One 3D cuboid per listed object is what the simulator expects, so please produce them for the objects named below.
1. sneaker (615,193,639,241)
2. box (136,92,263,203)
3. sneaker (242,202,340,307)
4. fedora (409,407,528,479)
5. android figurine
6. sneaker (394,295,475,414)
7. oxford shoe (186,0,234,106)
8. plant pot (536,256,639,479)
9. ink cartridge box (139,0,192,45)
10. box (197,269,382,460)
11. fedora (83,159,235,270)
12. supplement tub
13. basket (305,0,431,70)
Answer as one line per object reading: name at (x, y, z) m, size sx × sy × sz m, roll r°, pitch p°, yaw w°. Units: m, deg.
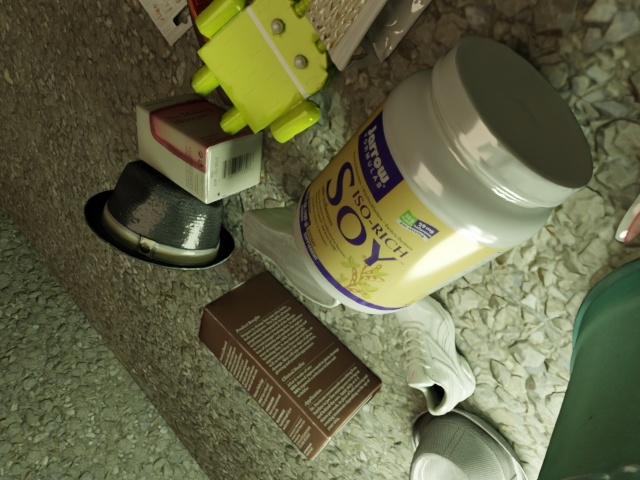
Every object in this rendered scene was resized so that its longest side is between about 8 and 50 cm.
sneaker at (0.394, -0.039, 0.528) m, size 0.070 × 0.051 × 0.134 m, roll 39°, pitch 131°, yaw 28°
box at (-0.252, -0.199, 0.989) m, size 0.232 × 0.148 × 0.127 m, roll 32°, pitch 131°, yaw 26°
sneaker at (0.000, 0.000, 0.839) m, size 0.292 × 0.169 × 0.108 m, roll 38°, pitch 134°, yaw 45°
fedora at (0.254, 0.456, 0.896) m, size 0.243 × 0.124 × 0.275 m, roll 22°, pitch 127°, yaw 35°
android figurine at (-0.091, -0.292, 0.789) m, size 0.273 × 0.056 × 0.248 m, roll -24°, pitch 109°, yaw 31°
sneaker at (0.183, 0.196, 0.820) m, size 0.090 × 0.115 × 0.232 m, roll -27°, pitch 93°, yaw 48°
oxford shoe at (-0.201, -0.380, 0.879) m, size 0.098 × 0.097 × 0.271 m, roll 2°, pitch 114°, yaw 50°
plant pot at (0.390, 0.222, 0.474) m, size 0.341 × 0.334 × 0.341 m, roll 22°, pitch 126°, yaw 34°
ink cartridge box at (-0.316, -0.536, 0.946) m, size 0.181 × 0.056 × 0.225 m, roll -11°, pitch 123°, yaw 47°
box at (-0.076, 0.264, 1.056) m, size 0.381 × 0.191 × 0.143 m, roll 44°, pitch 136°, yaw 17°
fedora at (-0.334, -0.077, 1.051) m, size 0.334 × 0.334 × 0.152 m, roll 37°, pitch 116°, yaw 23°
supplement tub at (0.137, -0.065, 0.621) m, size 0.241 × 0.241 × 0.331 m, roll 54°, pitch 138°, yaw 6°
basket at (0.070, -0.327, 0.631) m, size 0.103 × 0.113 × 0.167 m, roll 54°, pitch 138°, yaw 9°
